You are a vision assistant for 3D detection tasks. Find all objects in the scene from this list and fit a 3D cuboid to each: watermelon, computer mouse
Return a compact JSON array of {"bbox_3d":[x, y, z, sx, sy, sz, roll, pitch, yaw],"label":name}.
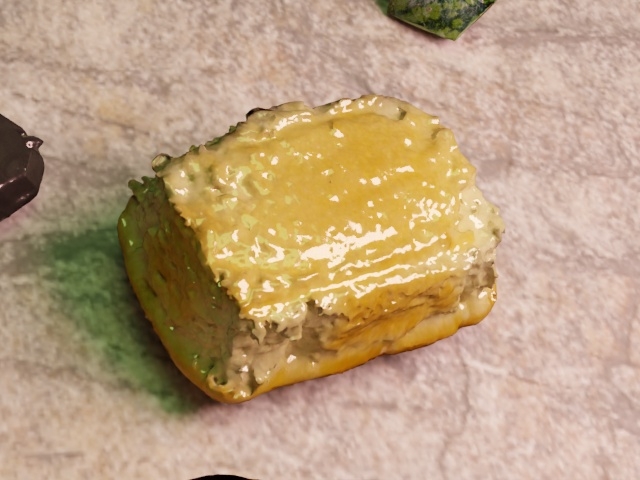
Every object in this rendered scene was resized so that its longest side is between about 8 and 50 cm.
[{"bbox_3d":[0.097,-0.207,1.280,0.084,0.092,0.072,25,11,-10],"label":"watermelon"},{"bbox_3d":[-0.256,-0.041,1.042,0.172,0.057,0.099,-10,55,-39],"label":"computer mouse"}]

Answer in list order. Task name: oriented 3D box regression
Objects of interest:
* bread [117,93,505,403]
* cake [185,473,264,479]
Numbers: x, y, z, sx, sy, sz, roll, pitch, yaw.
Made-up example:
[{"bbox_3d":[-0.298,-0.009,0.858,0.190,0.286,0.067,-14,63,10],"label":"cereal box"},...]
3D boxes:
[{"bbox_3d":[0.000,0.000,1.052,0.245,0.121,0.174,-16,69,-33],"label":"bread"},{"bbox_3d":[-0.046,0.240,0.839,0.208,0.178,0.185,-23,35,5],"label":"cake"}]
